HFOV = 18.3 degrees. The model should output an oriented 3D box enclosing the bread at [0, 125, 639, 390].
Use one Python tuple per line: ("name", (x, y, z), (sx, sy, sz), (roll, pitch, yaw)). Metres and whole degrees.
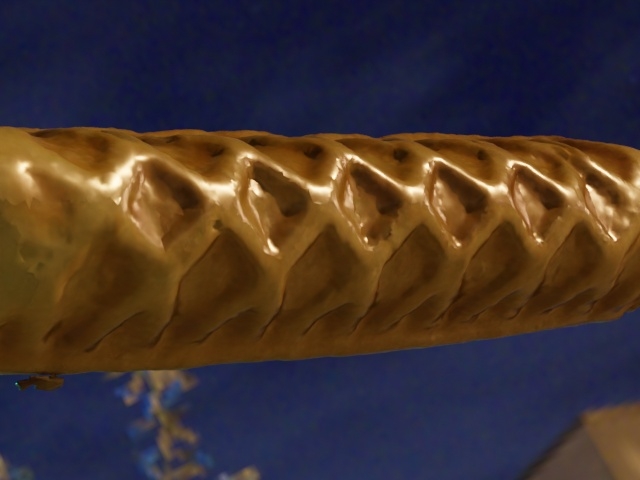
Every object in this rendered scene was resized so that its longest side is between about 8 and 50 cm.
("bread", (-0.001, -0.001, 0.650), (0.367, 0.077, 0.084), (0, -42, -46))
